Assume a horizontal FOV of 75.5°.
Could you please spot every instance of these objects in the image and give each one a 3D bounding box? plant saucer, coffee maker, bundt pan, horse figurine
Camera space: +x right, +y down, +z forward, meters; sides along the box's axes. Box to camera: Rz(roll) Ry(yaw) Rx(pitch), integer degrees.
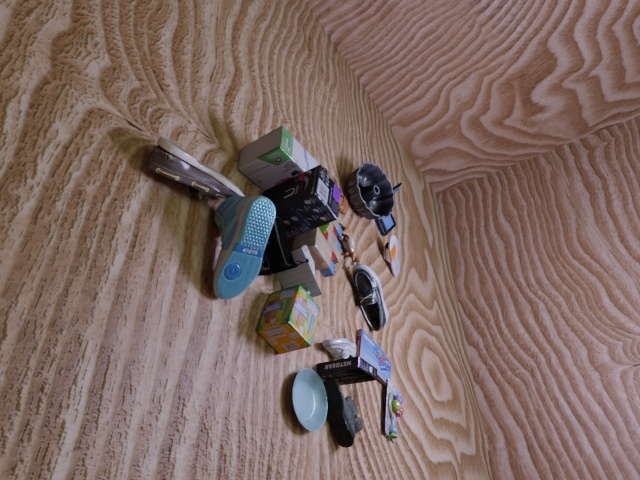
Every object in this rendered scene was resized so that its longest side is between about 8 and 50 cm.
[{"bbox_3d":[-0.045,0.522,1.358,0.195,0.037,0.194,40,40,-44],"label":"plant saucer"},{"bbox_3d":[-0.145,0.014,1.395,0.120,0.171,0.178,126,-50,-77],"label":"coffee maker"},{"bbox_3d":[0.266,-0.264,2.303,0.331,0.124,0.330,18,64,-41],"label":"bundt pan"},{"bbox_3d":[0.120,0.017,1.965,0.174,0.066,0.263,-39,108,-55],"label":"horse figurine"}]

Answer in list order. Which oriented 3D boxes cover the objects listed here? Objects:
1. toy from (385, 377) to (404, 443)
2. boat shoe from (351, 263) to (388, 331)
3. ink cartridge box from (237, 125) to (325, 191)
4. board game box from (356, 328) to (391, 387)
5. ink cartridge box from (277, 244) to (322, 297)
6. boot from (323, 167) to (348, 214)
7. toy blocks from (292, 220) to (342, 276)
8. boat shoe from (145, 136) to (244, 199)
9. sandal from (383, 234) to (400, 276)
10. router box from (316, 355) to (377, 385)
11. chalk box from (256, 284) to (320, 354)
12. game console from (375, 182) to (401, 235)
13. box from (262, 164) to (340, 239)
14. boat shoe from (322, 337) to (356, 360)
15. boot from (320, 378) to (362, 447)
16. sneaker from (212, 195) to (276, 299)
[{"bbox_3d":[0.334,0.749,1.824,0.137,0.056,0.237,58,36,-38],"label":"toy"},{"bbox_3d":[0.235,0.269,1.930,0.335,0.121,0.119,64,24,-12],"label":"boat shoe"},{"bbox_3d":[-0.138,-0.266,1.557,0.278,0.201,0.117,39,40,-43],"label":"ink cartridge box"},{"bbox_3d":[0.242,0.534,1.863,0.281,0.027,0.145,50,35,-32],"label":"board game box"},{"bbox_3d":[-0.078,0.120,1.460,0.179,0.145,0.045,65,29,-8],"label":"ink cartridge box"},{"bbox_3d":[0.050,-0.185,1.961,0.220,0.109,0.283,50,26,-38],"label":"boot"},{"bbox_3d":[0.000,0.000,1.681,0.261,0.191,0.381,58,27,-42],"label":"toy blocks"},{"bbox_3d":[-0.361,-0.182,1.225,0.117,0.096,0.324,37,3,37],"label":"boat shoe"},{"bbox_3d":[0.405,0.095,2.414,0.102,0.076,0.265,-39,127,-46],"label":"sandal"},{"bbox_3d":[0.095,0.472,1.487,0.133,0.179,0.046,44,39,-38],"label":"router box"},{"bbox_3d":[-0.097,0.240,1.362,0.132,0.132,0.213,52,31,-28],"label":"chalk box"},{"bbox_3d":[0.447,-0.196,2.566,0.250,0.173,0.293,66,29,-5],"label":"game console"},{"bbox_3d":[-0.080,-0.128,1.491,0.143,0.270,0.165,47,35,-35],"label":"box"},{"bbox_3d":[0.086,0.429,1.602,0.226,0.083,0.075,28,47,-52],"label":"boat shoe"},{"bbox_3d":[0.077,0.602,1.499,0.161,0.084,0.246,-8,80,-72],"label":"boot"},{"bbox_3d":[-0.264,0.008,1.251,0.127,0.208,0.318,28,84,-41],"label":"sneaker"}]
